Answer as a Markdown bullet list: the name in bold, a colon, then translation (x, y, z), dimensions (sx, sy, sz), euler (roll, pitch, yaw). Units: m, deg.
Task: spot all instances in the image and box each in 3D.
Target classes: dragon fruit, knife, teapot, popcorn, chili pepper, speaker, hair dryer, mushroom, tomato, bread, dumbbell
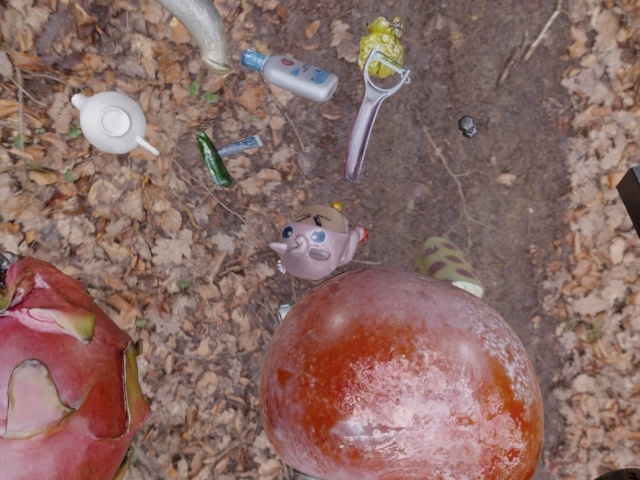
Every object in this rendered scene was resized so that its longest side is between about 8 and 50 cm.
- **dragon fruit**: translation (-0.312, 0.180, 0.500), dimensions (0.250, 0.250, 0.315), euler (19, 112, -23)
- **knife**: translation (0.108, -0.259, 1.049), dimensions (0.123, 0.053, 0.277), euler (18, 94, -28)
- **teapot**: translation (-0.487, -0.275, 1.152), dimensions (0.226, 0.092, 0.145), euler (39, 85, -27)
- **popcorn**: translation (0.204, -0.670, 1.666), dimensions (0.168, 0.173, 0.195), euler (-15, 119, -14)
- **chili pepper**: translation (-0.357, -0.261, 1.599), dimensions (0.062, 0.108, 0.216), euler (-27, 105, 5)
- **speaker**: translation (0.590, -0.023, 0.831), dimensions (0.044, 0.082, 0.218), euler (-13, 68, 7)
- **hair dryer**: translation (-0.055, 0.230, 1.281), dimensions (0.082, 0.137, 0.047), euler (-11, 135, -19)
- **mushroom**: translation (-0.402, -0.705, 1.501), dimensions (0.397, 0.126, 0.177), euler (48, 46, -38)
- **tomato**: translation (0.074, 0.140, 0.481), dimensions (0.270, 0.270, 0.227), euler (26, 64, -24)
- **bread**: translation (0.384, 0.130, 1.506), dimensions (0.155, 0.338, 0.187), euler (12, 114, -3)
- **dumbbell**: translation (0.343, -0.263, 1.113), dimensions (0.036, 0.083, 0.040), euler (-8, 84, 24)

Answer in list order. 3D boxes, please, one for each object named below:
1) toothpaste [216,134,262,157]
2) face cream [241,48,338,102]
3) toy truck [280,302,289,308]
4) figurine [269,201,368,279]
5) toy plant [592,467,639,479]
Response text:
- **toothpaste**: translation (-0.308, -0.335, 1.733), dimensions (0.197, 0.057, 0.034), euler (-22, 151, -17)
- **face cream**: translation (-0.113, -0.584, 1.677), dimensions (0.337, 0.163, 0.080), euler (23, 134, 6)
- **toy truck**: translation (-0.104, 0.240, 1.544), dimensions (0.056, 0.073, 0.090), euler (-15, 146, -1)
- **figurine**: translation (0.000, 0.000, 1.136), dimensions (0.287, 0.176, 0.186), euler (10, 82, -60)
- **toy plant**: translation (0.482, 0.463, 0.674), dimensions (0.175, 0.235, 0.218), euler (-35, 127, 20)
